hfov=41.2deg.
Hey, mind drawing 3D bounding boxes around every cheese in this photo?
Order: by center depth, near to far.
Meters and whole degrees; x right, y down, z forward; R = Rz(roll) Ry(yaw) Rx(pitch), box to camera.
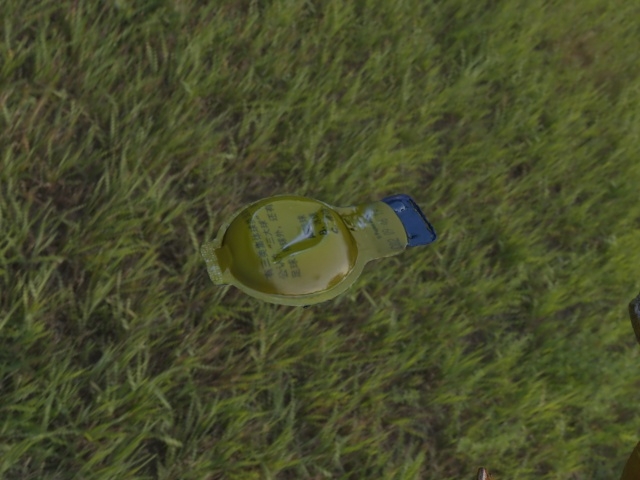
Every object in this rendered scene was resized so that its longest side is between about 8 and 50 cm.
[{"bbox_3d":[0.000,0.000,0.970,0.270,0.069,0.177,-14,48,-17],"label":"cheese"}]

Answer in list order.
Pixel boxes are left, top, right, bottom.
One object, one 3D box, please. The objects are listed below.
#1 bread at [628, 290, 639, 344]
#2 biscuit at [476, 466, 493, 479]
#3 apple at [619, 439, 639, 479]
[{"bbox_3d":[0.285,0.062,0.609,0.060,0.113,0.082,-46,113,-35],"label":"bread"},{"bbox_3d":[0.368,0.588,1.945,0.130,0.019,0.119,-51,132,-39],"label":"biscuit"},{"bbox_3d":[0.501,0.279,0.895,0.374,0.374,0.384,38,36,-11],"label":"apple"}]
